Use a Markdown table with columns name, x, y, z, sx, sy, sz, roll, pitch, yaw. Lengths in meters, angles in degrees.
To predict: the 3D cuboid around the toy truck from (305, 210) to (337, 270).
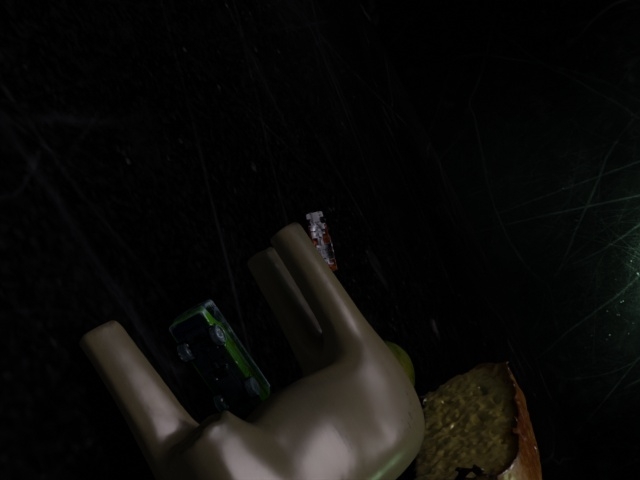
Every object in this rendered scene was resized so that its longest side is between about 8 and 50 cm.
| name | x | y | z | sx | sy | sz | roll | pitch | yaw |
| --- | --- | --- | --- | --- | --- | --- | --- | --- | --- |
| toy truck | 0.000 | 0.000 | 0.745 | 0.032 | 0.024 | 0.083 | 79 | -3 | -63 |

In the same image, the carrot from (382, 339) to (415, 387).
| name | x | y | z | sx | sy | sz | roll | pitch | yaw |
| --- | --- | --- | --- | --- | --- | --- | --- | --- | --- |
| carrot | 0.018 | 0.161 | 0.505 | 0.074 | 0.074 | 0.358 | 63 | 19 | -4 |

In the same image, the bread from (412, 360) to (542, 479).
| name | x | y | z | sx | sy | sz | roll | pitch | yaw |
| --- | --- | --- | --- | --- | --- | --- | --- | --- | --- |
| bread | 0.186 | 0.251 | 0.769 | 0.134 | 0.129 | 0.260 | 64 | 19 | -6 |

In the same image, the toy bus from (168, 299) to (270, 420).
| name | x | y | z | sx | sy | sz | roll | pitch | yaw |
| --- | --- | --- | --- | --- | --- | --- | --- | --- | --- |
| toy bus | -0.065 | 0.079 | 0.444 | 0.083 | 0.031 | 0.037 | 59 | 11 | -17 |

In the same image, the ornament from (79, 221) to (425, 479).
| name | x | y | z | sx | sy | sz | roll | pitch | yaw |
| --- | --- | --- | --- | --- | --- | --- | --- | --- | --- |
| ornament | -0.021 | 0.126 | 0.357 | 0.230 | 0.061 | 0.244 | -24 | 76 | -51 |
